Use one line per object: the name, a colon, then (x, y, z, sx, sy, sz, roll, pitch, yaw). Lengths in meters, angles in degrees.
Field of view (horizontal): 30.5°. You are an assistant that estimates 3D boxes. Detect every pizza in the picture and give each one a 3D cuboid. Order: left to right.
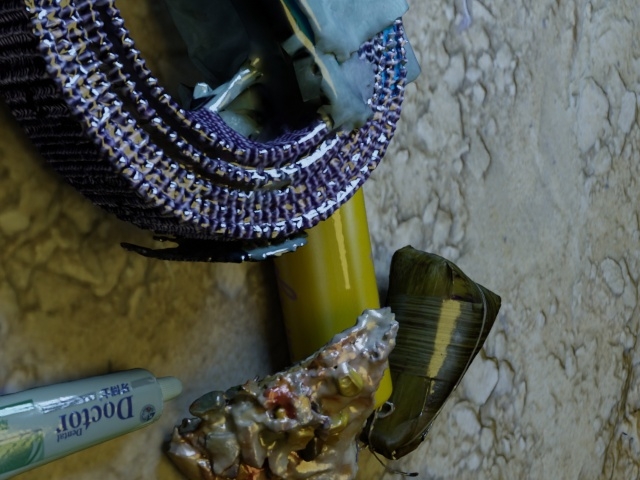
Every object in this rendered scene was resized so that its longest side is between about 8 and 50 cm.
pizza: (-0.001, 0.132, 0.867, 0.185, 0.052, 0.195, 31, 100, -31)

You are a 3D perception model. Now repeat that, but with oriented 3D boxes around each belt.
belt: (-0.080, -0.150, 0.739, 0.260, 0.122, 0.324, -39, 113, -27)

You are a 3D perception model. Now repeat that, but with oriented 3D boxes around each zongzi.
zongzi: (0.102, 0.116, 1.048, 0.184, 0.084, 0.187, 28, 80, -58)

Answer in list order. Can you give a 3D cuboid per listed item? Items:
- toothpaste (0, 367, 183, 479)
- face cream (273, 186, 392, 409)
toothpaste: (-0.176, 0.118, 0.745, 0.218, 0.041, 0.064, -11, 92, -46)
face cream: (0.000, 0.000, 0.904, 0.078, 0.078, 0.273, -27, 115, -45)
